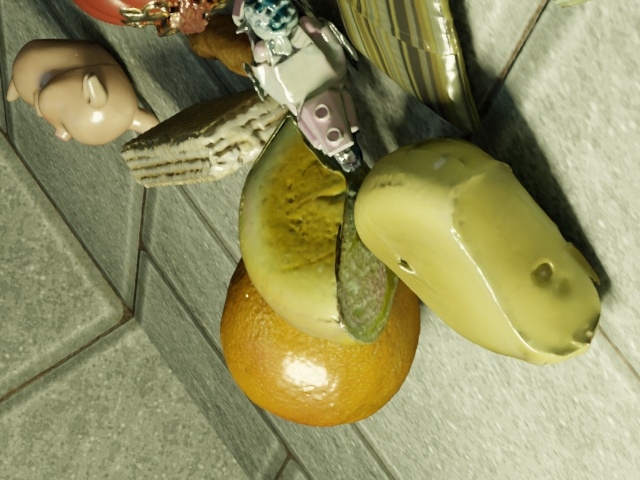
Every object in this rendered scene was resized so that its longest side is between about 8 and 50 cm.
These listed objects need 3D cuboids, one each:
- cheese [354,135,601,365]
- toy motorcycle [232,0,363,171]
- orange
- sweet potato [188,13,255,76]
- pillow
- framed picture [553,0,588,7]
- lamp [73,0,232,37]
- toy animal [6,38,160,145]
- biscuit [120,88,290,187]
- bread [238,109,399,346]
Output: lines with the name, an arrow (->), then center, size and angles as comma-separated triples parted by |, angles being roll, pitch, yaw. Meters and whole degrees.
cheese -> 0.138, 0.006, 1.676 | 0.259, 0.128, 0.316 | 59, 168, -17
toy motorcycle -> -0.031, -0.194, 1.723 | 0.239, 0.108, 0.204 | 49, -178, 18
orange -> -0.003, 0.094, 2.012 | 0.264, 0.264, 0.264 | 49, 161, 23
sweet potato -> -0.086, -0.227, 1.980 | 0.067, 0.059, 0.281 | 52, 168, -31
pillow -> 0.068, -0.220, 1.587 | 0.212, 0.052, 0.208 | 44, 164, 41
framed picture -> 0.164, -0.304, 1.244 | 0.273, 0.016, 0.216 | 60, 162, -9
lamp -> -0.173, -0.317, 1.780 | 0.227, 0.227, 0.227 | 49, 161, 23
toy animal -> -0.382, -0.239, 2.613 | 0.250, 0.166, 0.154 | 35, 110, 38
biscuit -> -0.153, -0.132, 2.197 | 0.078, 0.144, 0.426 | 61, 162, -10
bread -> -0.006, -0.011, 1.846 | 0.156, 0.260, 0.158 | -2, 168, 29
